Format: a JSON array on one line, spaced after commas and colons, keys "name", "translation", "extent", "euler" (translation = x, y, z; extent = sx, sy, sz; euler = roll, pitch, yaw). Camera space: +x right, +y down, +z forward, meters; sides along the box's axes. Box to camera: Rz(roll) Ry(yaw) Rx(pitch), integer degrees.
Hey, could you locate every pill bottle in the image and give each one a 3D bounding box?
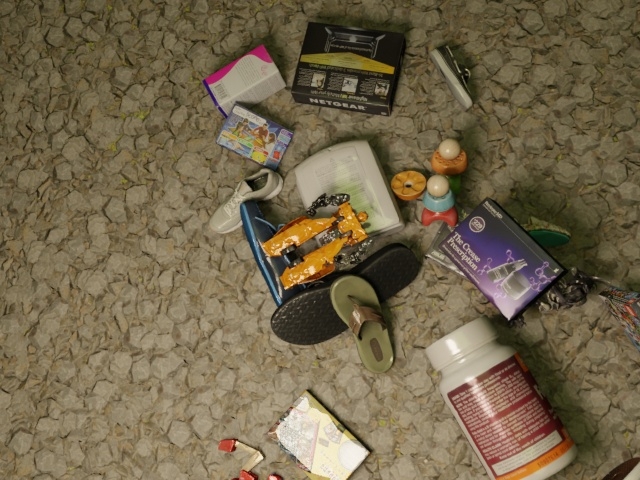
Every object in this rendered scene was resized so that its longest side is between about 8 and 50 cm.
[{"name": "pill bottle", "translation": [0.441, 0.403, 1.613], "extent": [0.224, 0.224, 0.392], "euler": [-30, 74, 2]}]

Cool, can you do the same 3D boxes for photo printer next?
[{"name": "photo printer", "translation": [0.074, -0.132, 1.860], "extent": [0.256, 0.107, 0.307], "euler": [-22, 74, 5]}]

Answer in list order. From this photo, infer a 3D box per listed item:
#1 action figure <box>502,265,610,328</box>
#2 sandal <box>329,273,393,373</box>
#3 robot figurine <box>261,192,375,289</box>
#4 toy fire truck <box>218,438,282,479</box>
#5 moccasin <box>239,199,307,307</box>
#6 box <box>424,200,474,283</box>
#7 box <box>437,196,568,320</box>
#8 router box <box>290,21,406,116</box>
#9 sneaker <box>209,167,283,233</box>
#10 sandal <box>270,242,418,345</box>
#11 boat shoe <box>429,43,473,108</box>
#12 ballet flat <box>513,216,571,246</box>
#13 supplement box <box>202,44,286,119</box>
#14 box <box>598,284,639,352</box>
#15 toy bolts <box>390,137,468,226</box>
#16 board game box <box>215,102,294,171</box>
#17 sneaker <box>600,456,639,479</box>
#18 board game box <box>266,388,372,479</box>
[{"name": "action figure", "translation": [0.602, 0.127, 1.684], "extent": [0.275, 0.164, 0.141], "euler": [-26, 79, 9]}, {"name": "sandal", "translation": [0.128, 0.224, 1.720], "extent": [0.120, 0.086, 0.303], "euler": [-28, 102, -9]}, {"name": "robot figurine", "translation": [0.000, 0.000, 1.738], "extent": [0.291, 0.085, 0.211], "euler": [-29, 86, 2]}, {"name": "toy fire truck", "translation": [-0.192, 0.625, 1.764], "extent": [0.192, 0.047, 0.135], "euler": [6, 77, 11]}, {"name": "moccasin", "translation": [-0.130, 0.037, 1.860], "extent": [0.117, 0.138, 0.342], "euler": [-23, 91, -13]}, {"name": "box", "translation": [0.433, 0.021, 1.787], "extent": [0.231, 0.056, 0.183], "euler": [28, 82, 15]}, {"name": "box", "translation": [0.458, 0.046, 1.622], "extent": [0.184, 0.103, 0.261], "euler": [-47, 67, 14]}, {"name": "router box", "translation": [0.087, -0.525, 1.961], "extent": [0.309, 0.081, 0.243], "euler": [12, 79, 12]}, {"name": "sneaker", "translation": [-0.236, -0.129, 1.907], "extent": [0.262, 0.121, 0.099], "euler": [-41, 73, -1]}, {"name": "sandal", "translation": [0.065, 0.151, 1.794], "extent": [0.446, 0.107, 0.167], "euler": [-27, 114, -9]}, {"name": "boat shoe", "translation": [0.403, -0.492, 1.900], "extent": [0.070, 0.078, 0.219], "euler": [-28, 72, 4]}, {"name": "ballet flat", "translation": [0.539, -0.027, 1.711], "extent": [0.241, 0.091, 0.077], "euler": [-2, 58, 6]}, {"name": "supplement box", "translation": [-0.234, -0.488, 1.994], "extent": [0.220, 0.114, 0.111], "euler": [-30, 73, 4]}, {"name": "box", "translation": [0.804, 0.224, 1.585], "extent": [0.044, 0.159, 0.233], "euler": [-37, 95, 1]}, {"name": "toy bolts", "translation": [0.298, -0.165, 1.756], "extent": [0.218, 0.158, 0.228], "euler": [-3, 49, 9]}, {"name": "board game box", "translation": [-0.199, -0.313, 1.953], "extent": [0.201, 0.035, 0.136], "euler": [26, 83, -6]}, {"name": "sneaker", "translation": [0.724, 0.666, 1.571], "extent": [0.123, 0.106, 0.290], "euler": [38, 97, 12]}, {"name": "board game box", "translation": [-0.005, 0.551, 1.751], "extent": [0.243, 0.042, 0.165], "euler": [42, 87, 16]}]
